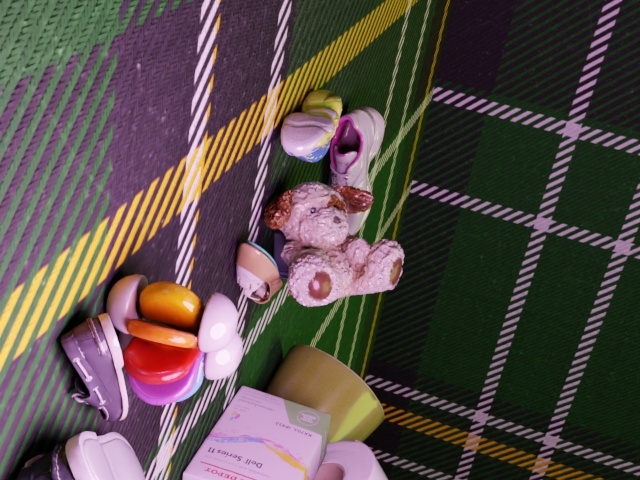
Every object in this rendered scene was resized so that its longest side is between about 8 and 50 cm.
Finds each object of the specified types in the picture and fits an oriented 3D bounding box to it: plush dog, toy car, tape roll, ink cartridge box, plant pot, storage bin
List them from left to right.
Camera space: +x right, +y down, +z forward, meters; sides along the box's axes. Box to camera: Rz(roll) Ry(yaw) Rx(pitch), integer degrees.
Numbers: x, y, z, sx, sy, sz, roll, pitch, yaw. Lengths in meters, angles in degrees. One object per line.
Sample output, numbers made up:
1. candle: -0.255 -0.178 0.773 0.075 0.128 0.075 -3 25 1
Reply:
1. toy car: -0.189 0.135 1.140 0.182 0.159 0.136 90 13 -56
2. ink cartridge box: -0.131 0.450 1.752 0.353 0.207 0.119 -56 158 -57
3. plant pot: -0.049 0.437 2.079 0.293 0.275 0.275 -49 158 -27
4. storage bin: -0.043 0.008 1.839 0.135 0.098 0.091 -54 148 -57
5. plush dog: 0.000 0.000 1.715 0.262 0.210 0.225 -10 90 -37
6. tape roll: 0.005 0.529 1.841 0.100 0.286 0.286 61 29 -15

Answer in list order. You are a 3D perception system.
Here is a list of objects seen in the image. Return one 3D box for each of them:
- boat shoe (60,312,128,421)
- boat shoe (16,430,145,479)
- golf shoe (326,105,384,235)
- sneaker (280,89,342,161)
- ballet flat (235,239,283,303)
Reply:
1. boat shoe: -0.274 0.161 1.105 0.065 0.075 0.206 -18 147 -21
2. boat shoe: -0.285 0.299 1.134 0.302 0.091 0.114 75 -10 -66
3. golf shoe: 0.055 -0.150 2.055 0.140 0.115 0.306 -16 116 -64
4. sneaker: -0.016 -0.181 1.679 0.240 0.091 0.126 -57 161 -55
5. ballet flat: -0.112 0.067 1.635 0.073 0.080 0.232 -57 164 -10
